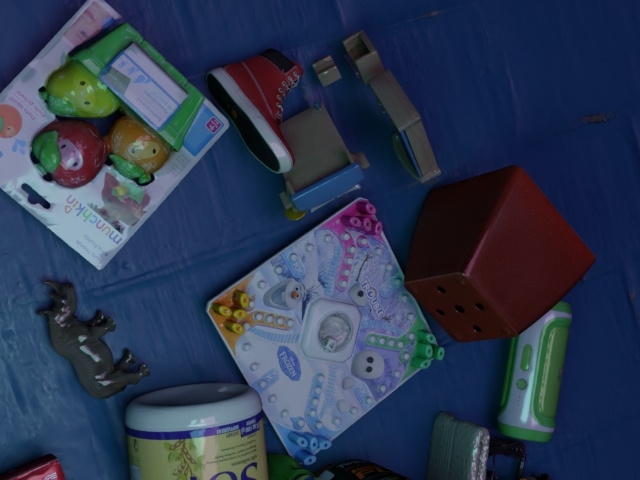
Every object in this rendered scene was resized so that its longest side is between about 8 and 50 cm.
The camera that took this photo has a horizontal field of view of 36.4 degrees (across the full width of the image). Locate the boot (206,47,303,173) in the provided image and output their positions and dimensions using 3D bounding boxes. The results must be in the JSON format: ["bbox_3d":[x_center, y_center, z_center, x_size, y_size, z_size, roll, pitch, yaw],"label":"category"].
[{"bbox_3d":[-0.076,-0.248,1.798,0.176,0.088,0.244,-26,71,-25],"label":"boot"}]

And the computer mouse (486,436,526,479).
[{"bbox_3d":[0.356,0.538,2.065,0.184,0.060,0.262,8,92,-45],"label":"computer mouse"}]

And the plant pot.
[{"bbox_3d":[0.321,0.049,1.899,0.267,0.267,0.235,47,59,-18],"label":"plant pot"}]

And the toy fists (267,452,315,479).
[{"bbox_3d":[-0.084,0.537,1.810,0.096,0.142,0.279,9,87,-42],"label":"toy fists"}]

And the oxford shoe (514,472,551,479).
[{"bbox_3d":[0.404,0.544,2.021,0.271,0.097,0.098,3,77,-51],"label":"oxford shoe"}]

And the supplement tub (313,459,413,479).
[{"bbox_3d":[0.099,0.521,1.783,0.207,0.338,0.207,0,90,-25],"label":"supplement tub"}]

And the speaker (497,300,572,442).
[{"bbox_3d":[0.455,0.271,2.067,0.131,0.131,0.296,12,85,-25],"label":"speaker"}]

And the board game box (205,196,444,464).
[{"bbox_3d":[0.027,0.177,1.881,0.390,0.050,0.390,-35,111,-21],"label":"board game box"}]

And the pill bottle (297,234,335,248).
[{"bbox_3d":[0.000,0.000,1.897,0.083,0.043,0.043,-19,98,-24],"label":"pill bottle"}]

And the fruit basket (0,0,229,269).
[{"bbox_3d":[-0.377,-0.181,1.657,0.327,0.165,0.353,44,76,-19],"label":"fruit basket"}]

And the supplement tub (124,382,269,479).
[{"bbox_3d":[-0.208,0.430,1.693,0.241,0.241,0.331,-7,93,-25],"label":"supplement tub"}]

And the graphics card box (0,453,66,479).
[{"bbox_3d":[-0.484,0.567,1.596,0.233,0.094,0.371,-22,97,-27],"label":"graphics card box"}]

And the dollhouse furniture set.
[{"bbox_3d":[0.032,-0.189,1.889,0.303,0.286,0.198,-29,147,2],"label":"dollhouse furniture set"}]

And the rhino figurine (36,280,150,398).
[{"bbox_3d":[-0.409,0.169,1.691,0.106,0.073,0.243,-39,104,-23],"label":"rhino figurine"}]

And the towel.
[{"bbox_3d":[0.269,0.496,1.947,0.049,0.187,0.282,9,87,-21],"label":"towel"}]

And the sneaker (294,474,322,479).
[{"bbox_3d":[-0.045,0.469,1.674,0.188,0.067,0.078,-21,113,-64],"label":"sneaker"}]
